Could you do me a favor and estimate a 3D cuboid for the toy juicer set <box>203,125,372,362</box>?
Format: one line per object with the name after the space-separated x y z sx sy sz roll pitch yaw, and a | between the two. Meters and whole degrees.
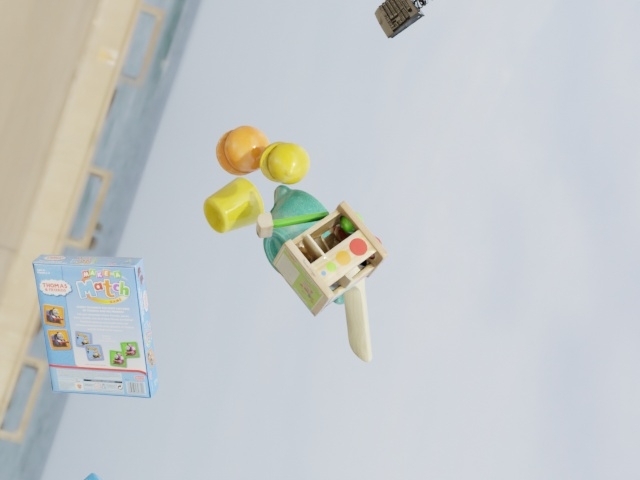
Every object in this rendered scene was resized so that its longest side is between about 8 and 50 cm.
-0.015 -0.026 1.440 0.089 0.329 0.209 -27 144 -34 | toy juicer set

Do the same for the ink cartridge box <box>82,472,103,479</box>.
-0.392 0.530 1.997 0.148 0.086 0.203 -41 -137 -9 | ink cartridge box

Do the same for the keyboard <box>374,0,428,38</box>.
0.139 -0.417 2.011 0.100 0.038 0.192 -35 -156 9 | keyboard

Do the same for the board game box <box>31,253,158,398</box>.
-0.326 0.125 1.668 0.039 0.160 0.211 -59 149 -64 | board game box

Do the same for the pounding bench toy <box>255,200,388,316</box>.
0.000 0.000 0.845 0.065 0.083 0.052 -36 172 -20 | pounding bench toy
